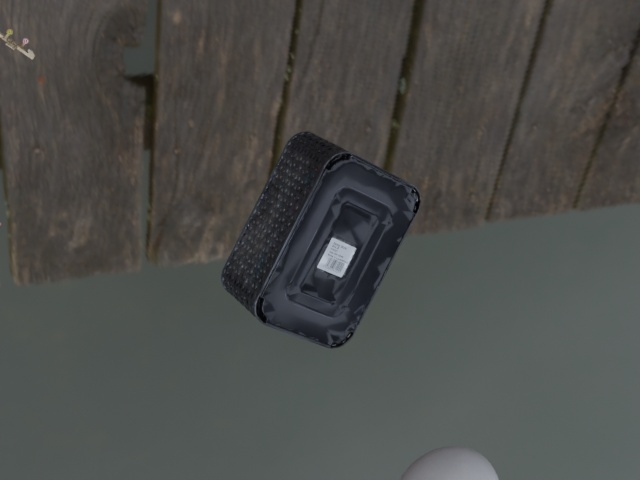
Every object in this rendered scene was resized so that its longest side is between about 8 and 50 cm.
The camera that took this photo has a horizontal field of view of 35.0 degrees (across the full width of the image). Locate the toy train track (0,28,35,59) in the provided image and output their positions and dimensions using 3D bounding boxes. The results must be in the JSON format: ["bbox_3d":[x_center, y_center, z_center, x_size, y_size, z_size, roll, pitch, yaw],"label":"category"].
[{"bbox_3d":[-0.323,-0.214,1.027,0.083,0.048,0.014,35,97,-18],"label":"toy train track"}]

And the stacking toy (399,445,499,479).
[{"bbox_3d":[0.062,0.409,1.007,0.480,0.350,0.351,-52,152,-36],"label":"stacking toy"}]

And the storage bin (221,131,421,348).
[{"bbox_3d":[0.000,0.000,0.992,0.122,0.084,0.180,24,95,-35],"label":"storage bin"}]
